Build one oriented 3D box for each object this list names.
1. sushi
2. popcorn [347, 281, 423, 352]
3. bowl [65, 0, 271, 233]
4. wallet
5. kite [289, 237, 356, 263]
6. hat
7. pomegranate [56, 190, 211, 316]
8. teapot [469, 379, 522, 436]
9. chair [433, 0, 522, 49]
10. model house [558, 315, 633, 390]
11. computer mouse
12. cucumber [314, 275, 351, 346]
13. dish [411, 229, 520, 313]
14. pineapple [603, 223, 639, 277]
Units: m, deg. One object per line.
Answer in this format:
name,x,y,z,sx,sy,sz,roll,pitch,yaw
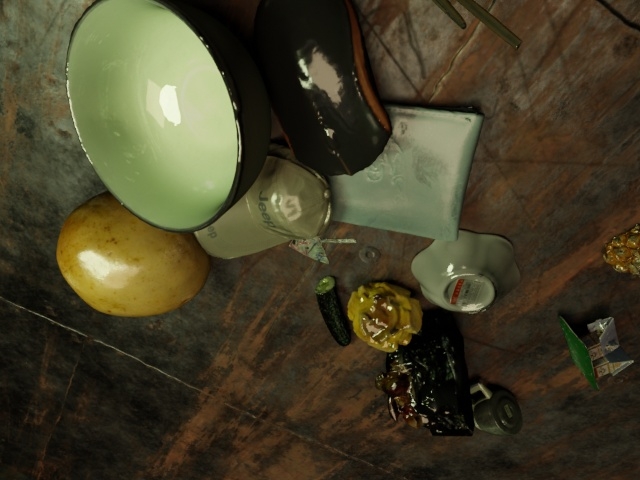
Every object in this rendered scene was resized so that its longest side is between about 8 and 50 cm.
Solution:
sushi,0.244,0.327,1.102,0.212,0.216,0.227,-7,146,22
popcorn,0.141,0.168,1.029,0.167,0.152,0.149,11,87,7
bowl,-0.213,-0.206,0.751,0.353,0.185,0.354,15,121,25
wallet,0.131,-0.131,0.855,0.290,0.054,0.252,11,123,11
kite,0.000,0.000,1.009,0.152,0.005,0.137,-10,125,17
hat,-0.109,-0.052,0.868,0.244,0.149,0.214,-32,117,-20
pomegranate,-0.370,0.025,0.928,0.306,0.307,0.308,6,128,7
teapot,0.430,0.442,1.193,0.149,0.111,0.108,28,141,-17
chair,0.186,-0.402,0.581,0.272,0.166,0.188,56,131,23
model house,0.599,0.228,1.006,0.088,0.117,0.167,-27,117,9
computer mouse,-0.002,-0.247,0.733,0.182,0.116,0.324,-10,115,27
cucumber,0.034,0.182,1.113,0.058,0.052,0.215,-27,126,-13
dish,0.305,0.088,0.966,0.229,0.081,0.230,6,128,8
pineapple,0.600,0.038,0.863,0.114,0.114,0.077,-29,135,33
